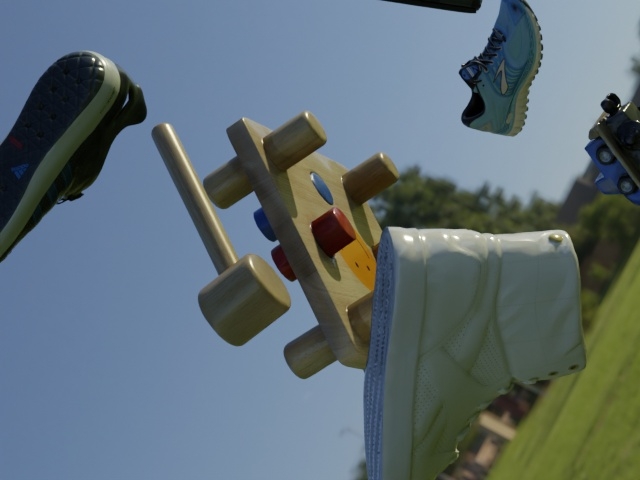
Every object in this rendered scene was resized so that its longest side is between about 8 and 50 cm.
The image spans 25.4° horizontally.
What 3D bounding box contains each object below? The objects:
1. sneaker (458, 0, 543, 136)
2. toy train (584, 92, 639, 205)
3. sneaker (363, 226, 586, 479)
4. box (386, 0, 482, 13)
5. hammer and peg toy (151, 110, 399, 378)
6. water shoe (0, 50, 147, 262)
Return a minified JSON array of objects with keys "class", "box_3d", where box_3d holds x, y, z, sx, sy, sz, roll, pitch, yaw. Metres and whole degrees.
[{"class":"sneaker","box_3d":[0.181,-0.178,1.457,0.063,0.073,0.162,-112,24,-55]},{"class":"toy train","box_3d":[0.162,0.006,0.607,0.036,0.158,0.027,-31,8,40]},{"class":"sneaker","box_3d":[0.121,0.114,1.091,0.108,0.169,0.292,-103,14,-49]},{"class":"box","box_3d":[0.070,-0.303,1.133,0.051,0.175,0.220,-133,52,-58]},{"class":"hammer and peg toy","box_3d":[0.000,0.000,1.312,0.127,0.266,0.361,-33,-22,17]},{"class":"water shoe","box_3d":[-0.199,-0.039,1.009,0.203,0.073,0.080,-49,-32,6]}]
